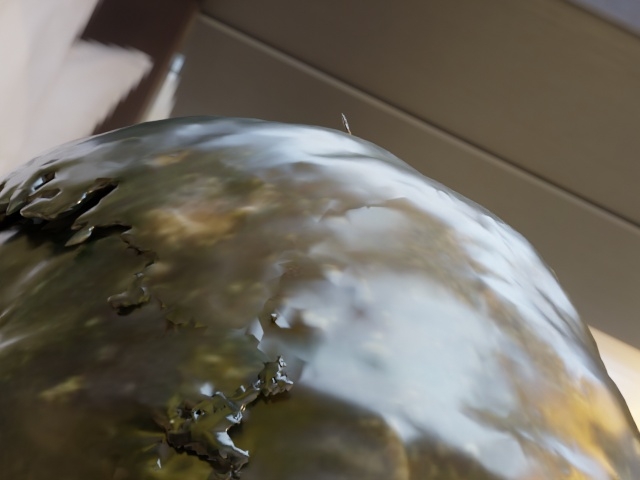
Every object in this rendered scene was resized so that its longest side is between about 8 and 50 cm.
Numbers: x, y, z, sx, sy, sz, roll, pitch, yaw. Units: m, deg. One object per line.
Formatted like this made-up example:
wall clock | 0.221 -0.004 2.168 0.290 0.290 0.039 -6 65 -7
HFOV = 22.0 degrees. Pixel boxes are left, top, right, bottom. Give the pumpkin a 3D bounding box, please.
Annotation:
pumpkin | -0.072 0.157 0.699 0.454 0.344 0.454 -27 -134 32

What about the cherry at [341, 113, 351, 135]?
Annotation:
cherry | 0.005 0.002 1.091 0.106 0.087 0.126 -34 154 -48
